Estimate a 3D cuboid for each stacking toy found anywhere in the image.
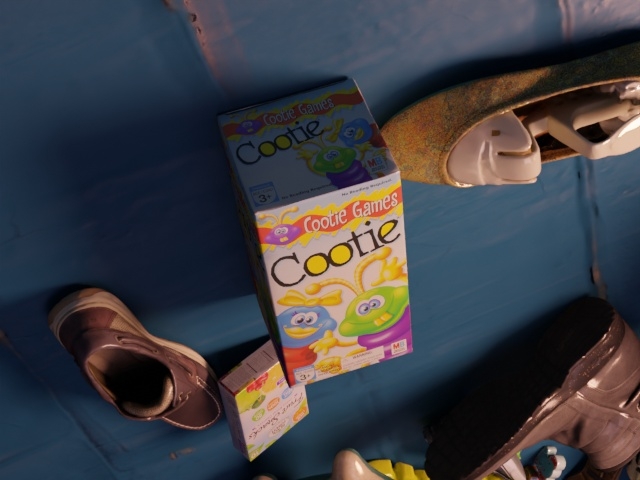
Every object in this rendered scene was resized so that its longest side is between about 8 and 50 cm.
[{"bbox_3d":[0.330,0.366,1.757,0.167,0.052,0.221,5,131,-27],"label":"stacking toy"}]

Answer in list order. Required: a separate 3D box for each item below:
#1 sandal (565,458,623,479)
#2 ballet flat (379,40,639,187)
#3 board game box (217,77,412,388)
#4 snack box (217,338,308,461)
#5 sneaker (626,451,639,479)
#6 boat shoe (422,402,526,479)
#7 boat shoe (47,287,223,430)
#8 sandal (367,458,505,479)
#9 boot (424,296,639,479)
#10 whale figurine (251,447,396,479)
[{"bbox_3d":[0.436,0.371,1.807,0.049,0.072,0.180,-16,139,-40],"label":"sandal"},{"bbox_3d":[0.227,-0.115,1.163,0.348,0.123,0.123,-17,138,-6],"label":"ballet flat"},{"bbox_3d":[0.000,0.000,1.163,0.144,0.142,0.275,-17,138,-7],"label":"board game box"},{"bbox_3d":[-0.066,0.189,1.384,0.100,0.037,0.141,-36,144,-24],"label":"snack box"},{"bbox_3d":[0.507,0.310,1.693,0.146,0.122,0.330,-8,116,35],"label":"sneaker"},{"bbox_3d":[0.217,0.295,1.624,0.083,0.065,0.183,-31,126,15],"label":"boat shoe"},{"bbox_3d":[-0.194,0.156,1.279,0.103,0.092,0.285,-31,139,6],"label":"boat shoe"},{"bbox_3d":[0.181,0.400,1.666,0.317,0.126,0.138,13,135,-10],"label":"sandal"},{"bbox_3d":[0.320,0.253,1.526,0.338,0.118,0.223,-41,123,9],"label":"boot"},{"bbox_3d":[0.004,0.367,1.542,0.216,0.141,0.272,36,120,-3],"label":"whale figurine"}]
